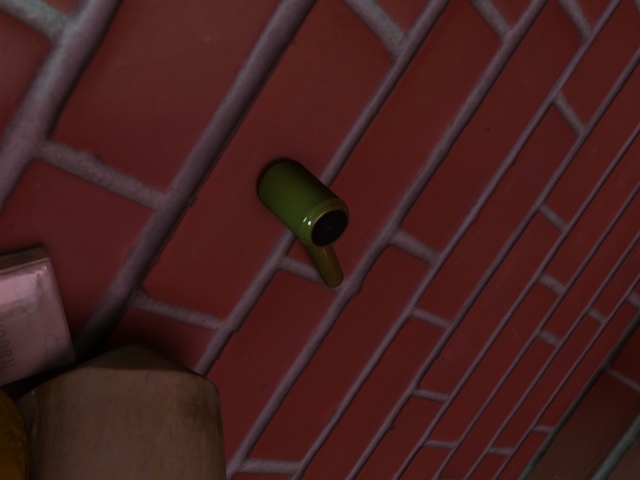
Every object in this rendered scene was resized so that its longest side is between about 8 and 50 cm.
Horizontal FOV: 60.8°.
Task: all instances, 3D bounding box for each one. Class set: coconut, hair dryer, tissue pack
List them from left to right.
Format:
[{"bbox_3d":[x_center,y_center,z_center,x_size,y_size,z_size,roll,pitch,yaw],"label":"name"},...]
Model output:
[{"bbox_3d":[-0.481,0.126,0.650,0.326,0.071,0.170,-16,122,-29],"label":"tissue pack"},{"bbox_3d":[-0.279,0.293,0.759,0.323,0.323,0.322,-18,125,-28],"label":"coconut"},{"bbox_3d":[0.000,0.000,0.908,0.090,0.135,0.278,-38,142,-12],"label":"hair dryer"}]

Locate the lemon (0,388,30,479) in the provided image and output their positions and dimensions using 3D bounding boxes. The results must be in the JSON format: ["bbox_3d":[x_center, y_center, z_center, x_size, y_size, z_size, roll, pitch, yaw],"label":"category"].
[{"bbox_3d":[-0.428,0.233,0.535,0.268,0.267,0.267,-18,125,-28],"label":"lemon"}]
